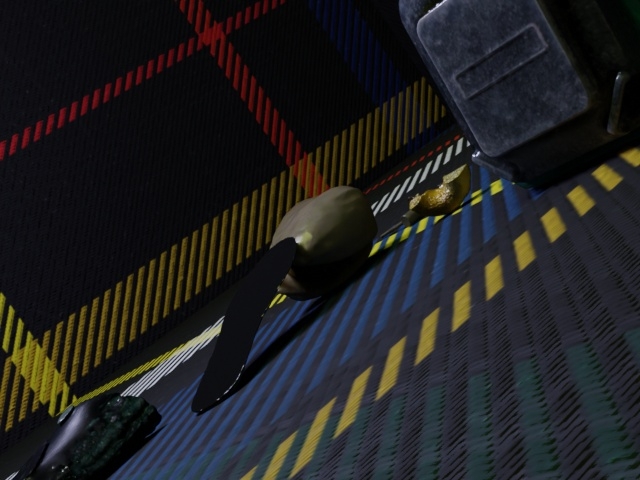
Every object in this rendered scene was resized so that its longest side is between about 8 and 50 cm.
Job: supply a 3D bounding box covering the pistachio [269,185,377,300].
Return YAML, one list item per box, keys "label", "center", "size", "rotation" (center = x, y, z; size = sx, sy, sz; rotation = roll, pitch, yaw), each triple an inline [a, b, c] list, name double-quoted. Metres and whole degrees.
- label: "pistachio"
  center: [0.000, 0.000, 1.518]
  size: [0.206, 0.131, 0.130]
  rotation: [-44, -34, -50]

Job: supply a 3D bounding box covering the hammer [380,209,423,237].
- label: "hammer"
  center: [0.117, -0.022, 1.670]
  size: [0.035, 0.019, 0.110]
  rotation: [-36, -2, -30]

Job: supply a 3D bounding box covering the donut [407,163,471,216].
- label: "donut"
  center: [0.154, -0.061, 1.453]
  size: [0.083, 0.067, 0.038]
  rotation: [-1, 28, 6]

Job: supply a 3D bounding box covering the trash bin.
- label: "trash bin"
  center: [0.293, -0.263, 1.170]
  size: [0.381, 0.295, 0.259]
  rotation: [-30, 0, -34]

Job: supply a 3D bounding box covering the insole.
- label: "insole"
  center: [-0.087, 0.090, 1.326]
  size: [0.109, 0.007, 0.322]
  rotation: [-34, 21, 29]

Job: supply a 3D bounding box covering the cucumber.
- label: "cucumber"
  center: [-0.277, 0.243, 1.258]
  size: [0.115, 0.086, 0.193]
  rotation: [-30, 12, 31]
